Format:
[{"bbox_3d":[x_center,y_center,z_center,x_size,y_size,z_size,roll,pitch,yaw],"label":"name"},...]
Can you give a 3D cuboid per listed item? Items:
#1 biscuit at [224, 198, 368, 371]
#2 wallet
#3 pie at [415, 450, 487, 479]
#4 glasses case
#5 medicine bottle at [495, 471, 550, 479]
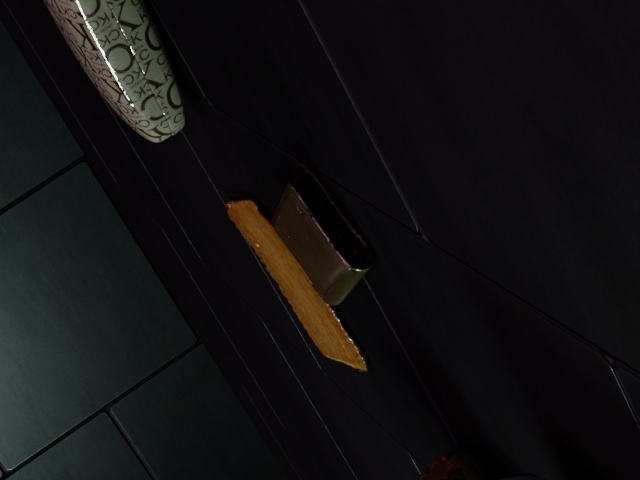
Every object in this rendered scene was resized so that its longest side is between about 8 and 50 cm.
[{"bbox_3d":[-0.030,0.048,1.778,0.232,0.013,0.237,57,169,-7],"label":"biscuit"},{"bbox_3d":[0.000,0.000,1.444,0.110,0.031,0.198,55,169,5],"label":"wallet"},{"bbox_3d":[0.086,0.284,1.479,0.046,0.195,0.195,38,169,-1],"label":"pie"},{"bbox_3d":[-0.231,-0.241,1.585,0.137,0.085,0.355,48,167,40],"label":"glasses case"},{"bbox_3d":[0.206,0.330,1.099,0.332,0.190,0.190,41,162,53],"label":"medicine bottle"}]
